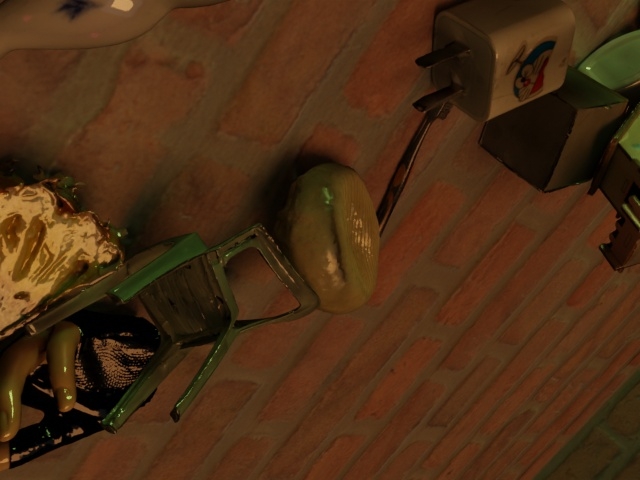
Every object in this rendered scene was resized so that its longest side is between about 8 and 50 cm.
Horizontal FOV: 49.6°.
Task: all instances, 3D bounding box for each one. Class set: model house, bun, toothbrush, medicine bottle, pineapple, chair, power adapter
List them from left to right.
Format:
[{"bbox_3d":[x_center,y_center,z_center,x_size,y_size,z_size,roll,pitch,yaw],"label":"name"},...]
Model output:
[{"bbox_3d":[-0.323,0.010,0.700,0.237,0.115,0.186,10,93,-36],"label":"pineapple"},{"bbox_3d":[-0.150,0.088,0.813,0.275,0.203,0.190,-42,107,-47],"label":"chair"},{"bbox_3d":[0.000,0.000,0.947,0.128,0.222,0.222,-7,147,23],"label":"bun"},{"bbox_3d":[0.122,-0.090,1.055,0.031,0.023,0.320,7,122,-39],"label":"toothbrush"},{"bbox_3d":[0.207,-0.234,0.904,0.205,0.125,0.130,-26,140,-18],"label":"power adapter"},{"bbox_3d":[0.539,-0.216,1.201,0.161,0.111,0.296,-30,140,11],"label":"medicine bottle"},{"bbox_3d":[0.537,-0.104,1.047,0.326,0.244,0.169,-17,146,-7],"label":"model house"}]

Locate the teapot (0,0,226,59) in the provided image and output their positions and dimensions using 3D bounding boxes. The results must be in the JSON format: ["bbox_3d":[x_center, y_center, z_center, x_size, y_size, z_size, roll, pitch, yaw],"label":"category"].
[{"bbox_3d":[-0.135,-0.310,0.496,0.280,0.252,0.423,19,96,-7],"label":"teapot"}]

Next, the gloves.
[{"bbox_3d":[-0.334,0.187,0.842,0.301,0.152,0.197,-24,138,-58],"label":"gloves"}]

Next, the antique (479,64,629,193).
[{"bbox_3d":[0.360,-0.178,1.061,0.148,0.152,0.146,-14,135,-32],"label":"antique"}]
